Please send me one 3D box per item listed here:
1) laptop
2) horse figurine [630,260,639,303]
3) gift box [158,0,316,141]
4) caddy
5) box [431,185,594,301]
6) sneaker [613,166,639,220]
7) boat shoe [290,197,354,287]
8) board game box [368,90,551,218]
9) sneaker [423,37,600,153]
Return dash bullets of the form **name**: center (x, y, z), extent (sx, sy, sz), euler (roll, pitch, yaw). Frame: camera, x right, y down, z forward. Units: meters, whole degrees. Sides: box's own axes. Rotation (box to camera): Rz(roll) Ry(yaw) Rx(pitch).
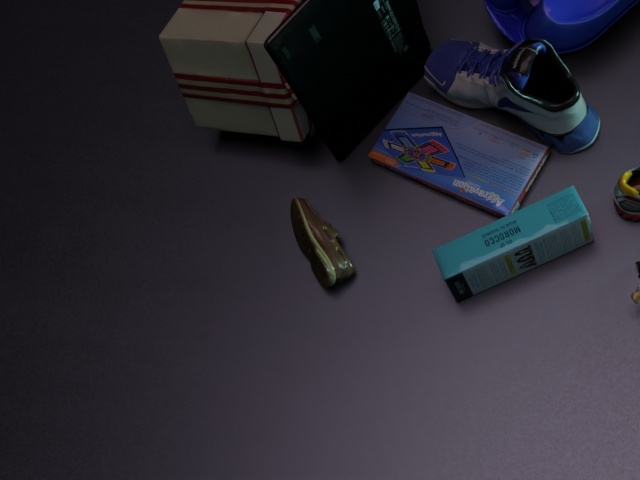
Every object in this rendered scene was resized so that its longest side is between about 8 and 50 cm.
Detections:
- **laptop**: center (0.039, -0.422, 1.899), extent (0.408, 0.382, 0.236), euler (-47, 60, -5)
- **horse figurine**: center (0.582, 0.097, 1.655), extent (0.174, 0.066, 0.263), euler (-38, 62, 6)
- **gift box**: center (-0.089, -0.331, 1.986), extent (0.258, 0.276, 0.255), euler (8, 56, 26)
- **caddy**: center (0.439, -0.479, 1.908), extent (0.341, 0.179, 0.241), euler (-41, 84, -2)
- **box**: center (0.306, 0.008, 1.771), extent (0.244, 0.100, 0.060), euler (-25, 60, 7)
- **sneaker**: center (0.567, -0.097, 1.732), extent (0.225, 0.093, 0.088), euler (-21, 61, 9)
- **boat shoe**: center (0.000, 0.000, 1.910), extent (0.060, 0.064, 0.178), euler (-15, 59, -22)
- **board game box**: center (0.235, -0.147, 1.909), extent (0.281, 0.027, 0.145), euler (27, 76, 27)
- **sneaker**: center (0.317, -0.280, 1.852), extent (0.315, 0.182, 0.127), euler (31, 78, 28)
